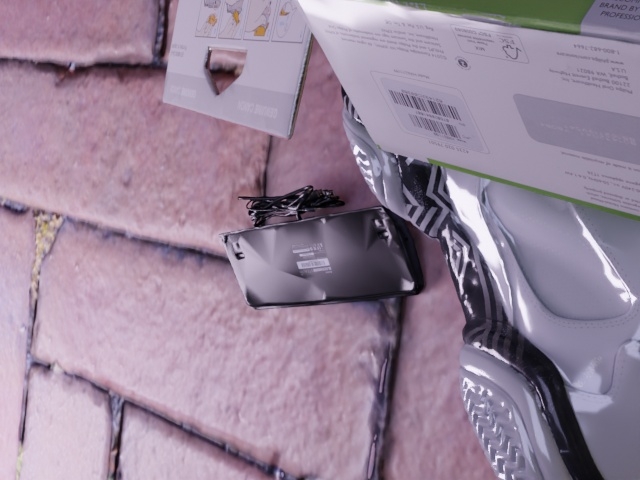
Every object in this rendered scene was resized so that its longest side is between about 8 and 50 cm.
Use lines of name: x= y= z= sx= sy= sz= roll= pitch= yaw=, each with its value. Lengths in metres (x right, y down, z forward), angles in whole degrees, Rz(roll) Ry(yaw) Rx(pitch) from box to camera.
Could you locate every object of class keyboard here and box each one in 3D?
keyboard: x=0.000 y=0.000 z=0.773 sx=0.192 sy=0.038 sz=0.100 roll=-8 pitch=107 yaw=42

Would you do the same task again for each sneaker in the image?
sneaker: x=0.154 y=-0.034 z=0.555 sx=0.210 sy=0.137 sz=0.366 roll=-34 pitch=63 yaw=30

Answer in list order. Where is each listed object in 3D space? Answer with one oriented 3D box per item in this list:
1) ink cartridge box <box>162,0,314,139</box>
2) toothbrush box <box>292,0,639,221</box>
ink cartridge box: x=-0.030 y=-0.213 z=0.708 sx=0.296 sy=0.066 sz=0.261 roll=27 pitch=110 yaw=63
toothbrush box: x=0.156 y=-0.161 z=0.461 sx=0.206 sy=0.122 sz=0.283 roll=20 pitch=67 yaw=42
